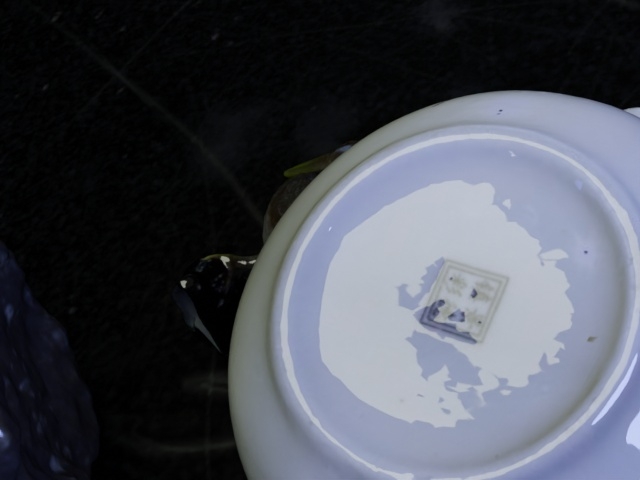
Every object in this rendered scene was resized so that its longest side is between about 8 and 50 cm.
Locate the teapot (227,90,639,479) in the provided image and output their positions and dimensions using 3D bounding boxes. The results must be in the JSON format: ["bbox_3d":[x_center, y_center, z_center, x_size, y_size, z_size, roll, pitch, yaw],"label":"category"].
[{"bbox_3d":[0.060,0.063,0.477,0.208,0.166,0.299,22,87,20],"label":"teapot"}]

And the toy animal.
[{"bbox_3d":[-0.011,0.001,0.704,0.105,0.070,0.202,18,54,28],"label":"toy animal"}]

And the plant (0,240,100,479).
[{"bbox_3d":[-0.260,0.120,0.629,0.276,0.199,0.188,-26,35,0],"label":"plant"}]
